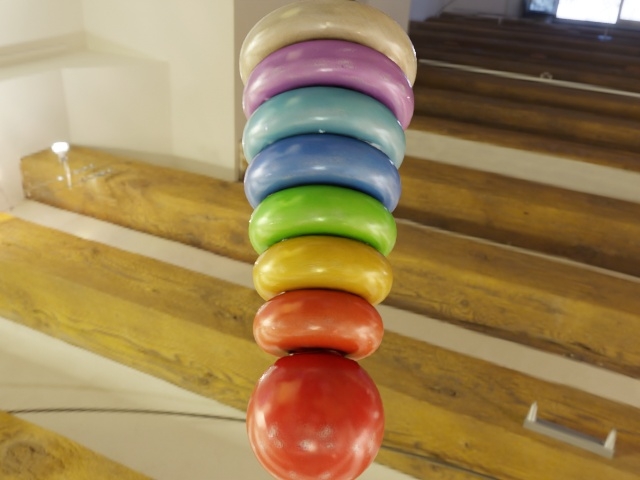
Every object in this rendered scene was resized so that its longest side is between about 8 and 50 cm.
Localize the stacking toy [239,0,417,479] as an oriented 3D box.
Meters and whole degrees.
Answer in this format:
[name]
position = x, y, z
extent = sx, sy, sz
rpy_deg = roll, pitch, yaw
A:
[stacking toy]
position = 0.000, 0.000, 0.467
extent = 0.141, 0.141, 0.331
rpy_deg = 3, -113, -1
